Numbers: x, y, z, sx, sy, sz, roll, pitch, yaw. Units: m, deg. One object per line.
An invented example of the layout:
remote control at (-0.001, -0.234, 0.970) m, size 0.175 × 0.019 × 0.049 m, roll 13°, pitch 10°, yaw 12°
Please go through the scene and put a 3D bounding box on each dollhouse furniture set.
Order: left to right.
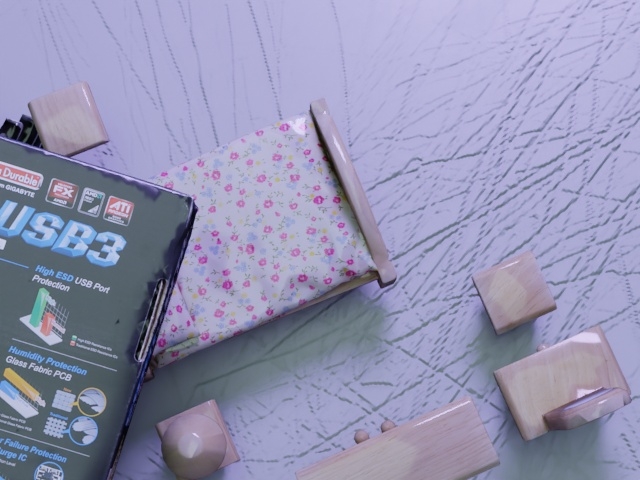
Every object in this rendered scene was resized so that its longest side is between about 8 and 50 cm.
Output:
dollhouse furniture set at (0.000, 0.000, 0.960) m, size 0.303 × 0.174 × 0.355 m, roll -23°, pitch 83°, yaw -4°

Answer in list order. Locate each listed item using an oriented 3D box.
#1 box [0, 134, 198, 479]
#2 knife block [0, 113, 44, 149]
box at (-0.256, 0.070, 0.883) m, size 0.295 × 0.073 × 0.293 m, roll 17°, pitch 83°, yaw -3°
knife block at (-0.312, 0.014, 1.055) m, size 0.088 × 0.242 × 0.275 m, roll 38°, pitch 125°, yaw 13°
